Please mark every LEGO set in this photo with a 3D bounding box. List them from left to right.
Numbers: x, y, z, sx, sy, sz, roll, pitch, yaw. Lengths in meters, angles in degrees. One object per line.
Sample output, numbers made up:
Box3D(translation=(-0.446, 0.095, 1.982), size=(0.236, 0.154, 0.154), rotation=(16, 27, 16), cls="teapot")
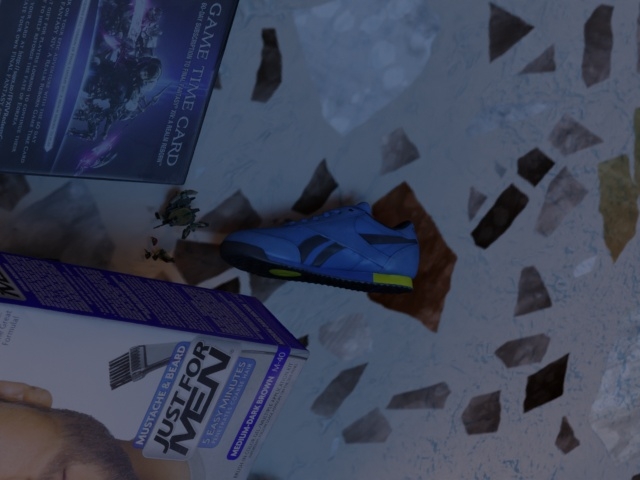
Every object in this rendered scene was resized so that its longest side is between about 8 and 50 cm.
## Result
Box3D(translation=(-0.134, -0.017, 1.580), size=(0.083, 0.023, 0.054), rotation=(-44, 131, 17), cls="LEGO set")

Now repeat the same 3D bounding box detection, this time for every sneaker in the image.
Box3D(translation=(0.000, 0.000, 1.655), size=(0.209, 0.069, 0.082), rotation=(8, 81, -27), cls="sneaker")

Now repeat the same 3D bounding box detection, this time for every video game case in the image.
Box3D(translation=(-0.211, -0.144, 1.444), size=(0.274, 0.026, 0.196), rotation=(2, 117, -35), cls="video game case")

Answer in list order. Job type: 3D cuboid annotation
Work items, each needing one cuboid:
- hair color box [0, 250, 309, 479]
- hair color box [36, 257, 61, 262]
Box3D(translation=(-0.193, 0.124, 1.432), size=(0.339, 0.110, 0.185), rotation=(12, 111, -39), cls="hair color box")
Box3D(translation=(-0.330, 0.186, 1.522), size=(0.174, 0.105, 0.347), rotation=(3, 117, -35), cls="hair color box")
